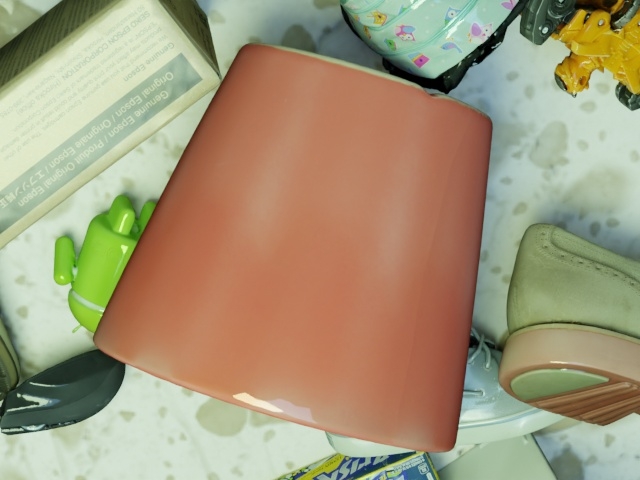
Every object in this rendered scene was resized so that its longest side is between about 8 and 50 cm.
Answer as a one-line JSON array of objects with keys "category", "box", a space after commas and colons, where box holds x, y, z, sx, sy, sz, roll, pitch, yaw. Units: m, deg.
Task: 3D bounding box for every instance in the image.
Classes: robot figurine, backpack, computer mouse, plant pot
[{"category": "robot figurine", "box": [0.261, -0.235, 1.219, 0.211, 0.085, 0.291, 26, 105, -43]}, {"category": "backpack", "box": [0.076, -0.182, 1.183, 0.115, 0.182, 0.152, 35, 102, -16]}, {"category": "computer mouse", "box": [-0.259, 0.154, 1.291, 0.242, 0.071, 0.041, -27, 76, -13]}, {"category": "plant pot", "box": [0.000, 0.000, 1.199, 0.274, 0.275, 0.243, 17, 89, -12]}, {"category": "robot figurine", "box": [-0.158, 0.024, 1.285, 0.101, 0.067, 0.115, 12, 107, -23]}]

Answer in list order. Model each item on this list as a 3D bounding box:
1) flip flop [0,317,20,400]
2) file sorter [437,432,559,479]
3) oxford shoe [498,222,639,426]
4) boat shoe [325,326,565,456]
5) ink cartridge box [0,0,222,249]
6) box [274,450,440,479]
[{"category": "flip flop", "box": [-0.291, 0.006, 1.258, 0.112, 0.080, 0.277, 1, 127, 23]}, {"category": "file sorter", "box": [0.158, 0.313, 1.309, 0.193, 0.278, 0.173, -36, 111, 6]}, {"category": "oxford shoe", "box": [0.322, 0.086, 1.328, 0.397, 0.140, 0.147, 19, 62, -29]}, {"category": "boat shoe", "box": [0.111, 0.116, 1.341, 0.227, 0.079, 0.081, -11, 114, 0]}, {"category": "ink cartridge box", "box": [-0.172, -0.109, 1.150, 0.193, 0.235, 0.088, -37, 108, 7]}, {"category": "box", "box": [0.015, 0.216, 1.374, 0.168, 0.059, 0.054, -24, 112, 2]}]
